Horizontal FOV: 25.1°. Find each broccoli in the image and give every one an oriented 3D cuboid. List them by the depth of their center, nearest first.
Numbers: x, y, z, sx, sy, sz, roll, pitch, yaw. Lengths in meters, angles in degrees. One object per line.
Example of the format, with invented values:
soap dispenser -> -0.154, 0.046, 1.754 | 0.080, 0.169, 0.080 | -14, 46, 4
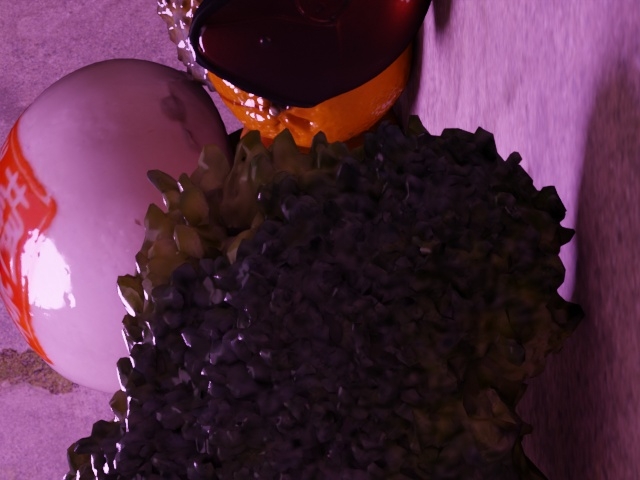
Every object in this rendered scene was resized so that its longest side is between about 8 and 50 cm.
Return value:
broccoli -> 0.026, 0.062, 0.717 | 0.353, 0.275, 0.397 | 121, 173, -53

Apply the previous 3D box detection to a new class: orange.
orange -> -0.014, -0.169, 1.239 | 0.161, 0.193, 0.193 | -49, -26, -35

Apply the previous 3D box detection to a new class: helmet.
helmet -> -0.012, -0.203, 1.042 | 0.189, 0.193, 0.216 | -99, -4, -55

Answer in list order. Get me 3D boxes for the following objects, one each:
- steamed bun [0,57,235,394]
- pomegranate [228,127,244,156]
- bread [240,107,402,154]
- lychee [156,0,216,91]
steamed bun -> -0.240, -0.010, 1.577 | 0.374, 0.241, 0.374 | 173, 90, -68
pomegranate -> -0.049, -0.039, 1.724 | 0.302, 0.236, 0.236 | -156, 63, -70
bread -> 0.000, 0.005, 1.395 | 0.312, 0.172, 0.312 | 1, -90, -88
lychee -> -0.053, -0.278, 1.465 | 0.255, 0.255, 0.274 | 94, 172, -71
